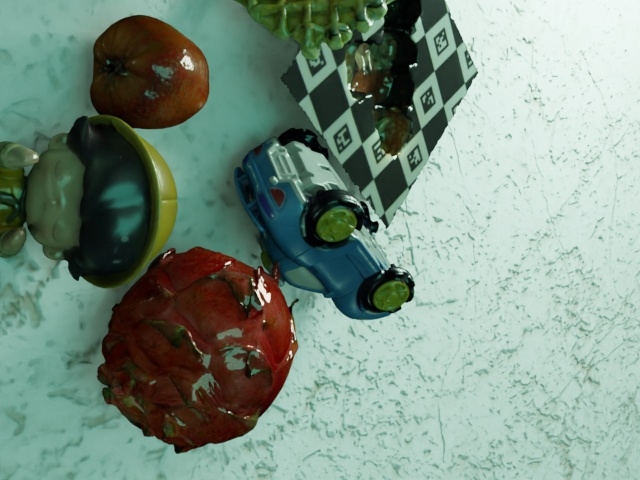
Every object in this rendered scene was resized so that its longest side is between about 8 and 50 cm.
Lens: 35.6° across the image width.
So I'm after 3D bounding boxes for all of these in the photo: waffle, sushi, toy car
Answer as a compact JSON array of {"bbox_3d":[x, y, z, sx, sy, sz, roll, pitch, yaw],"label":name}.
[{"bbox_3d":[0.002,-0.335,1.262,0.223,0.204,0.054,-45,161,-18],"label":"waffle"},{"bbox_3d":[0.077,-0.242,1.426,0.320,0.069,0.339,-59,138,-19],"label":"sushi"},{"bbox_3d":[0.000,0.000,1.359,0.166,0.198,0.314,-32,132,8],"label":"toy car"}]

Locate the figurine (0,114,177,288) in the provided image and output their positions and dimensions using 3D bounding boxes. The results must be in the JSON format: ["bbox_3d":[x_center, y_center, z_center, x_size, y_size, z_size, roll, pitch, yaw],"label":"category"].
[{"bbox_3d":[-0.286,-0.045,1.095,0.257,0.167,0.192,3,114,-20],"label":"figurine"}]

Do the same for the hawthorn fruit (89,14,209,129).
[{"bbox_3d":[-0.193,-0.192,1.156,0.138,0.133,0.132,5,99,-57],"label":"hawthorn fruit"}]

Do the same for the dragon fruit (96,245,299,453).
[{"bbox_3d":[-0.149,0.131,1.223,0.241,0.241,0.252,37,49,-42],"label":"dragon fruit"}]
